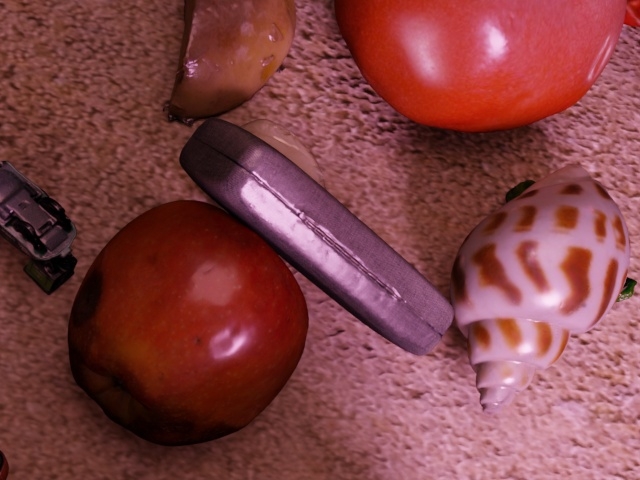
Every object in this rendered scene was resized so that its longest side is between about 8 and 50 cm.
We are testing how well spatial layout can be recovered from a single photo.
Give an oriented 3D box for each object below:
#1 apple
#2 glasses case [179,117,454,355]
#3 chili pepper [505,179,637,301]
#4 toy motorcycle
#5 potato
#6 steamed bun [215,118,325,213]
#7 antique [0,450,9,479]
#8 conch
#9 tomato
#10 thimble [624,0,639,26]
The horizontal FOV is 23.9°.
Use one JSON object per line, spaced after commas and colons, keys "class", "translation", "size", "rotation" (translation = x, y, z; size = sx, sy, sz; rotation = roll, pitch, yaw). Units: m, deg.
{"class": "apple", "translation": [-0.130, 0.084, 1.447], "size": [0.230, 0.230, 0.230], "rotation": [8, 62, -14]}
{"class": "glasses case", "translation": [0.000, 0.000, 1.504], "size": [0.323, 0.131, 0.074], "rotation": [40, 84, -32]}
{"class": "chili pepper", "translation": [0.272, 0.012, 1.710], "size": [0.182, 0.050, 0.073], "rotation": [48, 53, 7]}
{"class": "toy motorcycle", "translation": [-0.313, -0.031, 1.513], "size": [0.173, 0.100, 0.058], "rotation": [44, 58, 4]}
{"class": "potato", "translation": [-0.090, -0.244, 1.698], "size": [0.138, 0.098, 0.243], "rotation": [11, 62, -14]}
{"class": "steamed bun", "translation": [-0.055, -0.059, 1.614], "size": [0.112, 0.091, 0.130], "rotation": [-36, 77, -33]}
{"class": "antique", "translation": [-0.379, 0.278, 1.289], "size": [0.223, 0.129, 0.278], "rotation": [18, 67, 23]}
{"class": "conch", "translation": [0.228, 0.051, 1.604], "size": [0.182, 0.149, 0.275], "rotation": [27, 96, -11]}
{"class": "tomato", "translation": [0.190, -0.285, 1.705], "size": [0.341, 0.273, 0.341], "rotation": [8, 61, -14]}
{"class": "thimble", "translation": [0.391, -0.442, 1.819], "size": [0.230, 0.350, 0.350], "rotation": [-36, 79, -30]}
